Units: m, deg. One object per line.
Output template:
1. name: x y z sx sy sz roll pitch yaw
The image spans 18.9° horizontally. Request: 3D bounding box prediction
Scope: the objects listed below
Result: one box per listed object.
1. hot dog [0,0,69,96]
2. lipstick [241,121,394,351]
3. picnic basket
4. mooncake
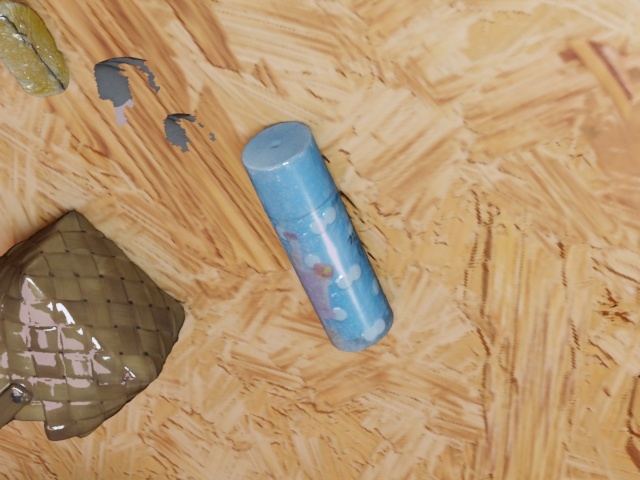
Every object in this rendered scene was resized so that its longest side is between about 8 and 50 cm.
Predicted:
1. hot dog: -0.187 -0.127 1.207 0.030 0.034 0.090 -8 147 21
2. lipstick: 0.000 0.000 1.217 0.048 0.048 0.158 -1 131 31
3. picnic basket: -0.200 0.077 1.348 0.138 0.128 0.178 44 128 -14
4. mooncake: 0.035 -0.121 0.988 0.347 0.057 0.150 -9 137 8
